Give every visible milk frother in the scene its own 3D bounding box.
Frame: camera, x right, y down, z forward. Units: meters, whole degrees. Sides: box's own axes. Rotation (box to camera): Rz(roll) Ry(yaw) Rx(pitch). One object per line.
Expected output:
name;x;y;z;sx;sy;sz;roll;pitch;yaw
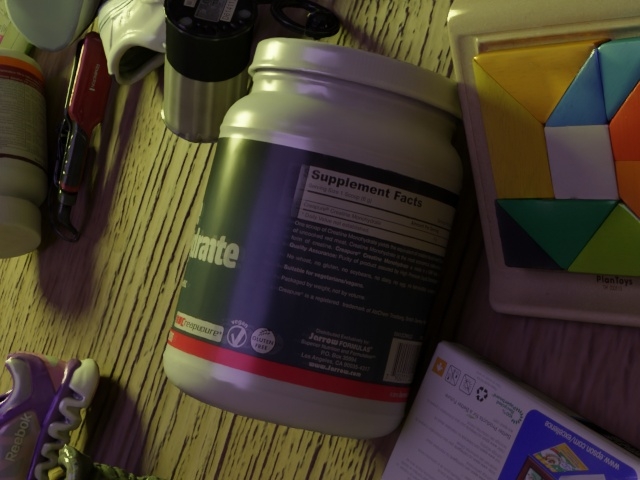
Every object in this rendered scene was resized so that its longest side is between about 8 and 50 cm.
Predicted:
milk frother;-0.067;-0.165;1.169;0.143;0.129;0.134;27;143;13

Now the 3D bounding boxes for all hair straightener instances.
hair straightener;-0.266;-0.113;1.407;0.089;0.047;0.230;-178;94;-68

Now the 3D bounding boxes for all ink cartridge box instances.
ink cartridge box;0.121;0.205;0.890;0.206;0.045;0.208;30;100;46

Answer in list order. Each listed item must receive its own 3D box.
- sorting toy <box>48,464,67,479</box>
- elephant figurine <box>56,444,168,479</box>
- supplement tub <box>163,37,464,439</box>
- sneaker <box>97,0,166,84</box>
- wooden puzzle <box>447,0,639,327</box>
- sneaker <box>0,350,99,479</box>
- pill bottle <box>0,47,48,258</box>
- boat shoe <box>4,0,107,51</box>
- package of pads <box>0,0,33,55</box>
sorting toy;-0.288;0.269;1.329;0.083;0.012;0.062;-29;57;38
elephant figurine;-0.199;0.262;1.147;0.186;0.169;0.239;-17;45;12
supplement tub;0.000;0.000;0.970;0.191;0.191;0.272;12;88;48
sneaker;-0.133;-0.232;1.267;0.258;0.094;0.091;-26;71;49
wooden puzzle;0.181;-0.059;0.850;0.221;0.044;0.238;3;104;47
sneaker;-0.315;0.211;1.274;0.236;0.105;0.095;-64;15;-2
pill bottle;-0.372;-0.098;1.444;0.121;0.121;0.221;-27;60;39
boat shoe;-0.206;-0.352;1.322;0.136;0.156;0.367;38;137;1
package of pads;-0.470;-0.240;1.606;0.296;0.101;0.229;-54;45;22
